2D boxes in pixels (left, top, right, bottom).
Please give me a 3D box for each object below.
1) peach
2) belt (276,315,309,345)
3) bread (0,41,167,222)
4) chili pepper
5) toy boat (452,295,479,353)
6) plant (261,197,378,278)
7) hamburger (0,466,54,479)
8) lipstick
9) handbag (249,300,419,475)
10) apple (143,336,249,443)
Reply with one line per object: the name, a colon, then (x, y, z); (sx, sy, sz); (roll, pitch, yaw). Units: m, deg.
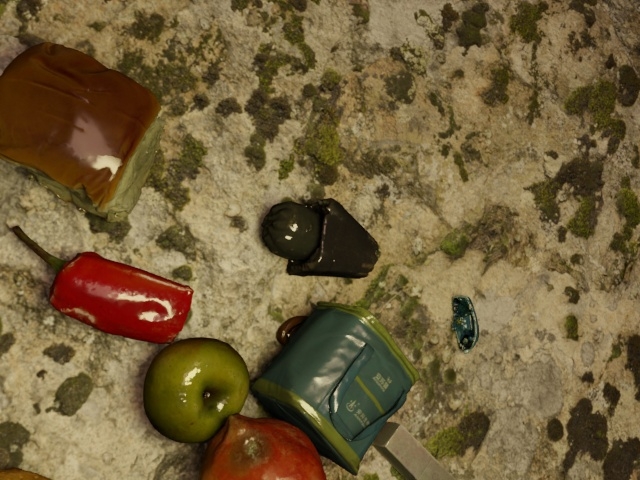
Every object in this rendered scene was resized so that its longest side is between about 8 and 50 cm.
peach: (-0.104, 0.410, 1.072); (0.233, 0.232, 0.256); (-19, 101, -26)
belt: (-0.051, 0.193, 1.298); (0.083, 0.036, 0.059); (-31, 99, -26)
bread: (-0.436, -0.192, 1.100); (0.279, 0.225, 0.250); (24, 69, -13)
chili pepper: (-0.409, 0.087, 1.103); (0.338, 0.134, 0.131); (24, 74, -19)
toy boat: (0.341, 0.198, 1.457); (0.061, 0.060, 0.137); (-5, 87, -44)
plant: (0.000, 0.000, 1.303); (0.256, 0.142, 0.164); (18, 74, -24)
hamburger: (-0.432, 0.483, 0.923); (0.284, 0.304, 0.174); (35, 77, -5)
lipstick: (0.247, 0.528, 1.342); (0.317, 0.068, 0.066); (47, 66, -9)
handbag: (0.035, 0.284, 1.206); (0.241, 0.222, 0.263); (-51, 117, -24)
apple: (-0.232, 0.270, 1.127); (0.197, 0.157, 0.196); (0, 90, -34)
